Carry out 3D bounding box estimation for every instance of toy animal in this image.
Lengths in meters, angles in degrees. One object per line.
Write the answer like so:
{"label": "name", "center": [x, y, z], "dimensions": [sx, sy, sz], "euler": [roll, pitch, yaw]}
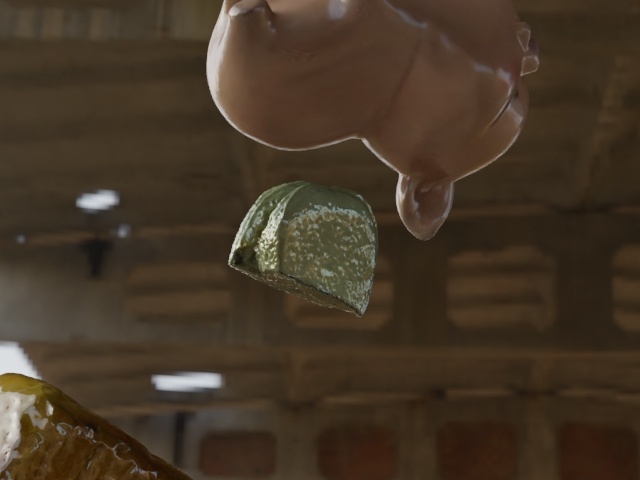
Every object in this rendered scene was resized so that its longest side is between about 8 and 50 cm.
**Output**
{"label": "toy animal", "center": [0.054, -0.166, 1.711], "dimensions": [0.326, 0.237, 0.269], "euler": [-11, -52, 11]}

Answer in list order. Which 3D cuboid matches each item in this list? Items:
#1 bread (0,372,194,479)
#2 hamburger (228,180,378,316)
{"label": "bread", "center": [-0.174, 0.224, 0.883], "dimensions": [0.167, 0.294, 0.132], "euler": [41, -17, -32]}
{"label": "hamburger", "center": [-0.002, -0.001, 1.245], "dimensions": [0.121, 0.084, 0.054], "euler": [28, -17, -38]}
